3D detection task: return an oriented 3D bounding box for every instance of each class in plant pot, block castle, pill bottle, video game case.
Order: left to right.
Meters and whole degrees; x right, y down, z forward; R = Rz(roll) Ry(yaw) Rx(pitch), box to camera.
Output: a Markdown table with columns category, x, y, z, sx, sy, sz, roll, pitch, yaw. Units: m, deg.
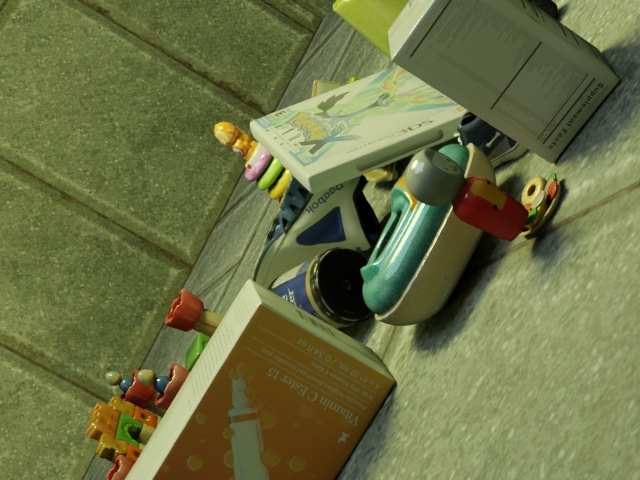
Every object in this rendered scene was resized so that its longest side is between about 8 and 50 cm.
| category | x | y | z | sx | sy | sz | roll | pitch | yaw |
| --- | --- | --- | --- | --- | --- | --- | --- | --- | --- |
| block castle | -0.306 | 0.308 | 2.263 | 0.303 | 0.213 | 0.453 | -59 | 14 | 14 |
| pill bottle | -0.013 | 0.097 | 1.826 | 0.219 | 0.123 | 0.123 | -30 | 31 | 53 |
| video game case | 0.067 | -0.191 | 1.864 | 0.300 | 0.036 | 0.329 | -22 | 25 | -11 |
| plant pot | 0.173 | -0.430 | 2.096 | 0.276 | 0.254 | 0.276 | -56 | 12 | 18 |

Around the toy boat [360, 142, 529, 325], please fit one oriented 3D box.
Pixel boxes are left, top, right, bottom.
| category | x | y | z | sx | sy | sz | roll | pitch | yaw |
| --- | --- | --- | --- | --- | --- | --- | --- | --- | --- |
| toy boat | 0.142 | -0.031 | 1.447 | 0.267 | 0.148 | 0.318 | -63 | 6 | -15 |

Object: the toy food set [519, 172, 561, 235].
| category | x | y | z | sx | sy | sz | roll | pitch | yaw |
| --- | --- | --- | --- | --- | --- | --- | --- | --- | --- |
| toy food set | 0.257 | -0.043 | 1.366 | 0.083 | 0.020 | 0.082 | -62 | 12 | -15 |

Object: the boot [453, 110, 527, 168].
| category | x | y | z | sx | sy | sz | roll | pitch | yaw |
| --- | --- | --- | --- | --- | --- | --- | --- | --- | --- |
| boot | 0.219 | -0.142 | 1.604 | 0.069 | 0.086 | 0.190 | -64 | 13 | -22 |

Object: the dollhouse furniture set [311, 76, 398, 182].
| category | x | y | z | sx | sy | sz | roll | pitch | yaw |
| --- | --- | --- | --- | --- | --- | --- | --- | --- | --- |
| dollhouse furniture set | 0.052 | -0.220 | 2.177 | 0.301 | 0.151 | 0.197 | -146 | 64 | -77 |

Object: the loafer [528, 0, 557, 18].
| category | x | y | z | sx | sy | sz | roll | pitch | yaw |
| --- | --- | --- | --- | --- | --- | --- | --- | --- | --- |
| loafer | 0.277 | -0.308 | 1.793 | 0.223 | 0.078 | 0.076 | -46 | 17 | 47 |

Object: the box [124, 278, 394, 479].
| category | x | y | z | sx | sy | sz | roll | pitch | yaw |
| --- | --- | --- | --- | --- | --- | --- | --- | --- | --- |
| box | -0.090 | 0.262 | 1.567 | 0.345 | 0.215 | 0.168 | -59 | 12 | 4 |

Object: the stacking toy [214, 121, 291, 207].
| category | x | y | z | sx | sy | sz | roll | pitch | yaw |
| --- | --- | --- | --- | --- | --- | --- | --- | --- | --- |
| stacking toy | -0.091 | -0.154 | 2.379 | 0.165 | 0.302 | 0.175 | -63 | 13 | -18 |

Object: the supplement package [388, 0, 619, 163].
| category | x | y | z | sx | sy | sz | roll | pitch | yaw |
| --- | --- | --- | --- | --- | --- | --- | --- | --- | --- |
| supplement package | 0.221 | -0.229 | 1.422 | 0.139 | 0.244 | 0.134 | -53 | 14 | 22 |

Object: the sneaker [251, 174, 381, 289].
| category | x | y | z | sx | sy | sz | roll | pitch | yaw |
| --- | --- | --- | --- | --- | --- | --- | --- | --- | --- |
| sneaker | 0.000 | -0.001 | 1.981 | 0.127 | 0.182 | 0.315 | -72 | 4 | -63 |
